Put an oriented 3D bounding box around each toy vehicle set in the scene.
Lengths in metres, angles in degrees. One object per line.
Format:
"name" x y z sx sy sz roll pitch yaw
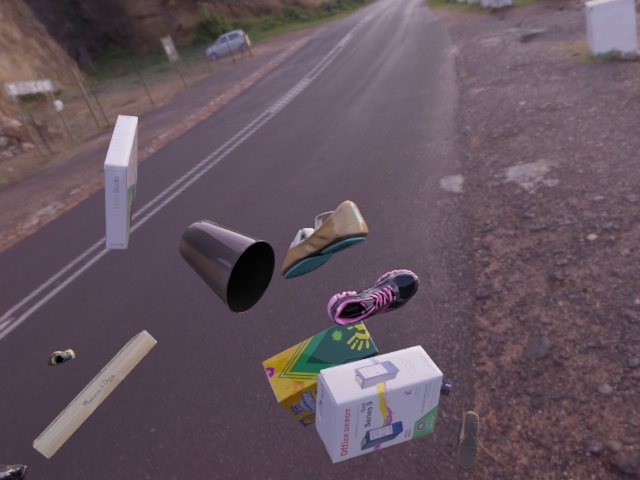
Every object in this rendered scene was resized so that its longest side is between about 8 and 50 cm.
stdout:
"toy vehicle set" -0.434 0.292 1.075 0.267 0.035 0.166 -50 10 -30

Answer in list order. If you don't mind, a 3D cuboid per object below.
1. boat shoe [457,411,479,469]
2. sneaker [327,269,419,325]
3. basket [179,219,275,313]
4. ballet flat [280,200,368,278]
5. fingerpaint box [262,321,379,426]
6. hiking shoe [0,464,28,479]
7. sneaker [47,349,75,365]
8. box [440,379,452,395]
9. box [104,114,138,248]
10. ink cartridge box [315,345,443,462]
"boat shoe" 0.394 0.538 1.490 0.056 0.049 0.152 17 58 8
"sneaker" 0.065 0.073 0.670 0.119 0.047 0.057 -25 1 4
"basket" -0.250 0.046 1.447 0.226 0.205 0.154 31 23 35
"ballet flat" 0.000 0.000 0.951 0.080 0.073 0.232 -5 -17 -38
"fingerpaint box" 0.033 0.493 2.037 0.370 0.445 0.163 -26 60 -5
"hiking shoe" -0.489 0.325 0.720 0.114 0.227 0.086 2 67 6
"sneaker" -0.634 0.284 1.344 0.083 0.031 0.035 -22 2 22
"box" 0.278 0.348 1.338 0.067 0.083 0.018 15 67 15
"box" -0.515 -0.160 1.451 0.058 0.233 0.322 3 32 -14
"ink cartridge box" 0.104 0.299 1.025 0.212 0.155 0.093 -8 31 -18
